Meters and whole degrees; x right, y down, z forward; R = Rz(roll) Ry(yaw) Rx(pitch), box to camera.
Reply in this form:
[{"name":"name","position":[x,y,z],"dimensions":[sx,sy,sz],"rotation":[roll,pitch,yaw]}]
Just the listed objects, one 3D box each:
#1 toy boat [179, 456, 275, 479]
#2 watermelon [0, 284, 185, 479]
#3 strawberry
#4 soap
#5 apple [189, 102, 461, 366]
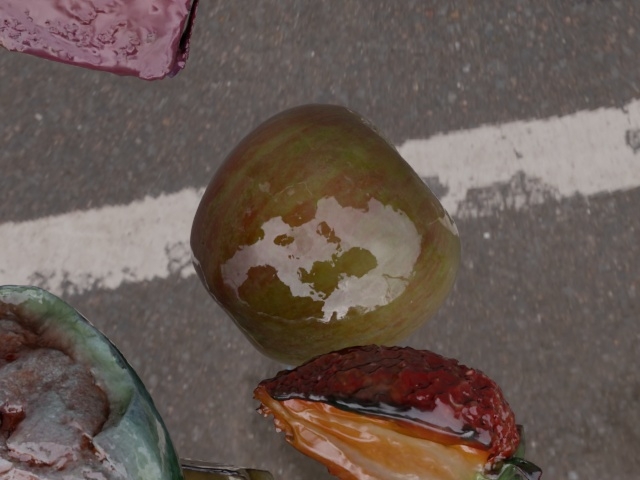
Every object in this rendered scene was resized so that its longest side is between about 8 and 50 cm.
[{"name":"toy boat","position":[-0.185,0.240,1.009],"dimensions":[0.321,0.089,0.122],"rotation":[3,89,16]},{"name":"watermelon","position":[-0.128,0.096,0.524],"dimensions":[0.139,0.187,0.071],"rotation":[-16,146,-31]},{"name":"strawberry","position":[0.062,0.126,0.819],"dimensions":[0.192,0.085,0.140],"rotation":[-2,134,30]},{"name":"soap","position":[-0.208,-0.241,0.913],"dimensions":[0.182,0.112,0.289],"rotation":[-33,121,30]},{"name":"apple","position":[0.000,0.000,1.134],"dimensions":[0.234,0.257,0.257],"rotation":[-36,111,4]}]
